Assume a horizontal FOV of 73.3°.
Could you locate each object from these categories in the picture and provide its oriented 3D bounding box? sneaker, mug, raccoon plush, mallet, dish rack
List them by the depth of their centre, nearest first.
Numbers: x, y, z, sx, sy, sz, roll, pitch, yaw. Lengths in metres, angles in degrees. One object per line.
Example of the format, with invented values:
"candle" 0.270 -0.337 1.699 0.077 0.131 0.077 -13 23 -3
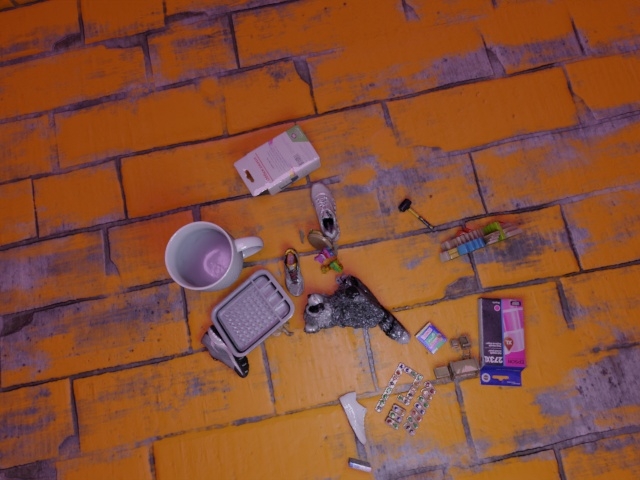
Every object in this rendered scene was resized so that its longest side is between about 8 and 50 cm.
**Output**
"sneaker" 0.161 0.744 1.810 0.094 0.080 0.212 -22 77 -13
"raccoon plush" 0.131 0.364 1.828 0.299 0.216 0.446 -44 86 11
"mug" -0.422 0.069 1.841 0.375 0.328 0.276 -21 79 -1
"dish rack" -0.290 0.319 1.885 0.333 0.072 0.285 -40 60 -4
"sneaker" -0.416 0.498 1.886 0.271 0.100 0.108 45 99 13
"sneaker" -0.129 0.141 1.929 0.088 0.092 0.225 -12 79 1
"sneaker" 0.023 -0.137 1.962 0.110 0.118 0.291 -17 77 2
"mallet" 0.438 -0.108 1.974 0.062 0.039 0.189 -41 83 -6

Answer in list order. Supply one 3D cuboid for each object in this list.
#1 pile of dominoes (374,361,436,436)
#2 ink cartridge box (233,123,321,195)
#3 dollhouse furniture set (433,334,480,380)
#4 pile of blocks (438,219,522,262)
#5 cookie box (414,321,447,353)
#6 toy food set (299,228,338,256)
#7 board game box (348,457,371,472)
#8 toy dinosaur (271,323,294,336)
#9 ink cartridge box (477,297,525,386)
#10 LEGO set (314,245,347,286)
"pile of dominoes" 0.366 0.678 1.824 0.196 0.040 0.251 29 83 8
"ink cartridge box" -0.200 -0.355 2.014 0.354 0.119 0.207 -31 80 -4
"dollhouse furniture set" 0.558 0.507 1.837 0.182 0.101 0.160 -11 54 2
"pile of blocks" 0.683 -0.019 1.882 0.363 0.149 0.112 -21 79 0
"cookie box" 0.478 0.422 1.865 0.092 0.040 0.107 -44 79 -4
"toy food set" 0.000 0.000 1.933 0.192 0.132 0.038 22 61 14
"board game box" 0.160 0.920 1.764 0.090 0.090 0.020 12 76 6
"toy dinosaur" -0.205 0.381 1.908 0.183 0.053 0.092 9 81 5
"ink cartridge box" 0.772 0.433 1.838 0.176 0.069 0.370 1 82 4
"LEGO set" 0.036 0.114 1.914 0.093 0.087 0.227 -29 122 12
